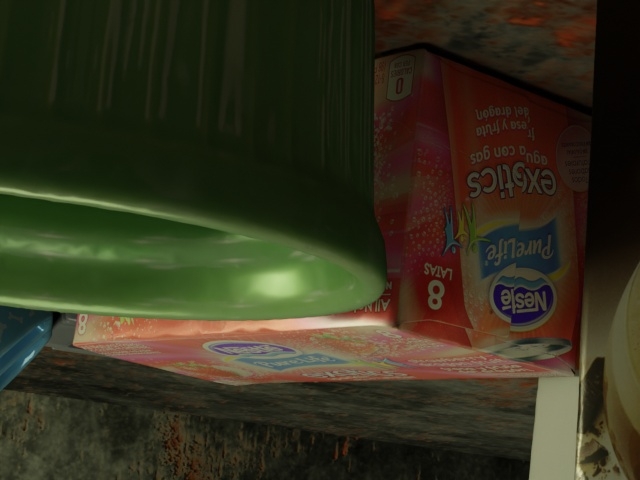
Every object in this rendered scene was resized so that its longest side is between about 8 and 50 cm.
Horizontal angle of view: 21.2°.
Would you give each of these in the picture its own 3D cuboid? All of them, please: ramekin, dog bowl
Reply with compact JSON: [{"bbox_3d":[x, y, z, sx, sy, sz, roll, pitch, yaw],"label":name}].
[{"bbox_3d":[-0.116,-0.061,0.757,0.303,0.148,0.303,5,169,1],"label":"ramekin"},{"bbox_3d":[-0.329,0.103,1.640,0.074,0.166,0.297,46,166,0],"label":"dog bowl"}]

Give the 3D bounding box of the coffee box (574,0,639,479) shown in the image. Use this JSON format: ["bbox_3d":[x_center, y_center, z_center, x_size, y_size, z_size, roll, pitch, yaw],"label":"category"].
[{"bbox_3d":[0.204,0.038,0.701,0.168,0.297,0.119,-4,167,39],"label":"coffee box"}]

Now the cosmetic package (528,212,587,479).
[{"bbox_3d":[0.230,0.158,0.880,0.161,0.453,0.230,13,167,-27],"label":"cosmetic package"}]

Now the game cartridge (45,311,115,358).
[{"bbox_3d":[-0.189,0.088,1.798,0.196,0.060,0.294,14,167,-15],"label":"game cartridge"}]

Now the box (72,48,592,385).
[{"bbox_3d":[0.000,0.000,1.000,0.142,0.154,0.300,16,166,-39],"label":"box"}]
